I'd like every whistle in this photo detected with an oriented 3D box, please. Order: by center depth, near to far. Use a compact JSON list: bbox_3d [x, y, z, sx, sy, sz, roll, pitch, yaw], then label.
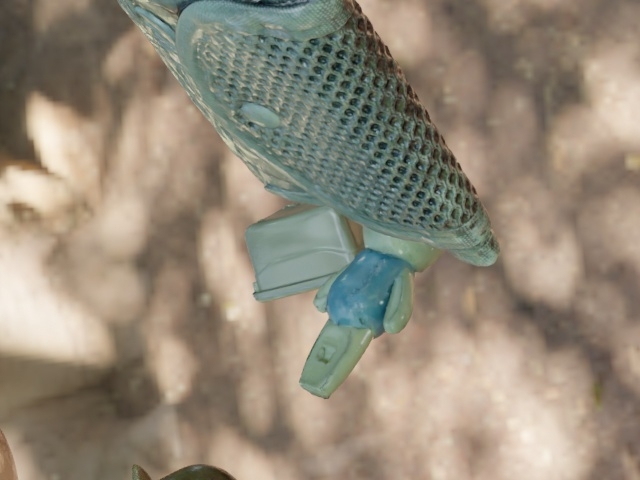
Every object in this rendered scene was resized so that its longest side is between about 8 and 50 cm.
[{"bbox_3d":[0.049,0.037,1.729,0.114,0.077,0.235,16,67,43],"label":"whistle"}]

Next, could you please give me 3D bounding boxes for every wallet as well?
[{"bbox_3d":[-0.026,-0.106,1.318,0.237,0.075,0.342,22,159,39],"label":"wallet"}]

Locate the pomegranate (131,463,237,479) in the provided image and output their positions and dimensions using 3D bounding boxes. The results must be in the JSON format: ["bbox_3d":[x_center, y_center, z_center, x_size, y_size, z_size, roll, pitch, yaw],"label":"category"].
[{"bbox_3d":[-0.151,0.298,1.953,0.191,0.152,0.131,10,122,57],"label":"pomegranate"}]

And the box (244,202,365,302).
[{"bbox_3d":[0.000,0.000,2.182,0.172,0.124,0.092,-15,98,34],"label":"box"}]

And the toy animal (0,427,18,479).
[{"bbox_3d":[-0.228,0.180,1.096,0.165,0.149,0.248,19,146,40],"label":"toy animal"}]
